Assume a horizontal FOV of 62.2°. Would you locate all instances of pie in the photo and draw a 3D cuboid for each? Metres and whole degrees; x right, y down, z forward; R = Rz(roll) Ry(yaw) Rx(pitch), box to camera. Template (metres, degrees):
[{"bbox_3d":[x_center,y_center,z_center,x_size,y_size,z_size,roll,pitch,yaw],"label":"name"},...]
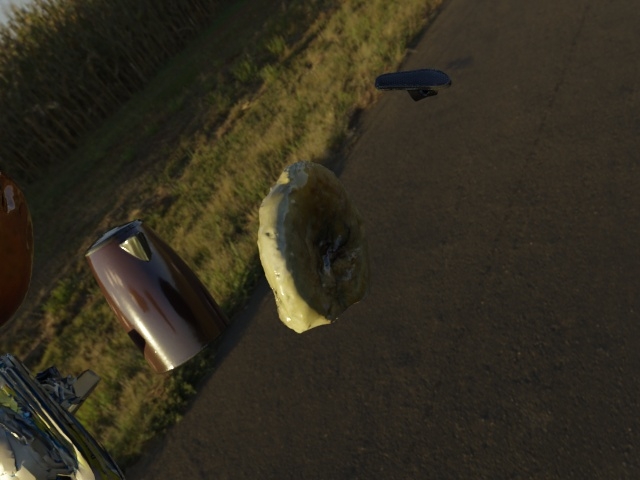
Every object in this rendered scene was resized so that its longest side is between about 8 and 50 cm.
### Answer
[{"bbox_3d":[-0.003,0.000,0.607,0.052,0.185,0.218,-12,8,31],"label":"pie"}]

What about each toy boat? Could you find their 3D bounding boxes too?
[{"bbox_3d":[-0.180,0.169,0.374,0.084,0.210,0.066,-36,8,8],"label":"toy boat"}]

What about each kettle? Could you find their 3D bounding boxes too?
[{"bbox_3d":[-0.280,0.081,0.873,0.144,0.232,0.202,-38,12,-31],"label":"kettle"}]

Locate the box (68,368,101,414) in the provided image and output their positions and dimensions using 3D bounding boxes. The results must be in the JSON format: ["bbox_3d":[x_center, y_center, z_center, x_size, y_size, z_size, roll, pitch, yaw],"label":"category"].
[{"bbox_3d":[-0.412,0.285,0.801,0.177,0.036,0.115,-52,7,-1],"label":"box"}]

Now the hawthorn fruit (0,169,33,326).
[{"bbox_3d":[-0.846,0.011,1.121,0.472,0.471,0.471,-27,31,18],"label":"hawthorn fruit"}]

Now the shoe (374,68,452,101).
[{"bbox_3d":[0.194,-0.324,1.121,0.159,0.053,0.062,2,53,9],"label":"shoe"}]
